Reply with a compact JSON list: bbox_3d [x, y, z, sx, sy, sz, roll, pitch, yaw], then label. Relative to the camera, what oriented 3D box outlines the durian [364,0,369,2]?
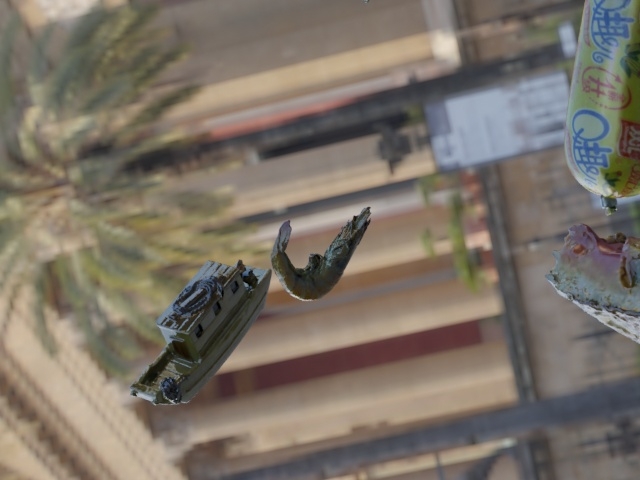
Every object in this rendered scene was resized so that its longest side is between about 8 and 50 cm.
[{"bbox_3d":[-0.009,-0.378,1.561,0.341,0.191,0.112,49,-134,-3],"label":"durian"}]

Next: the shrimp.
[{"bbox_3d":[0.000,0.000,1.670,0.083,0.114,0.023,43,171,-26],"label":"shrimp"}]

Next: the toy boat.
[{"bbox_3d":[-0.121,0.089,1.778,0.200,0.057,0.077,-52,-41,-30],"label":"toy boat"}]

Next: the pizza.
[{"bbox_3d":[0.433,0.083,1.448,0.130,0.440,0.406,-65,12,-12],"label":"pizza"}]

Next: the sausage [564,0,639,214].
[{"bbox_3d":[0.343,-0.198,1.960,0.123,0.123,0.347,-49,-32,-77],"label":"sausage"}]
